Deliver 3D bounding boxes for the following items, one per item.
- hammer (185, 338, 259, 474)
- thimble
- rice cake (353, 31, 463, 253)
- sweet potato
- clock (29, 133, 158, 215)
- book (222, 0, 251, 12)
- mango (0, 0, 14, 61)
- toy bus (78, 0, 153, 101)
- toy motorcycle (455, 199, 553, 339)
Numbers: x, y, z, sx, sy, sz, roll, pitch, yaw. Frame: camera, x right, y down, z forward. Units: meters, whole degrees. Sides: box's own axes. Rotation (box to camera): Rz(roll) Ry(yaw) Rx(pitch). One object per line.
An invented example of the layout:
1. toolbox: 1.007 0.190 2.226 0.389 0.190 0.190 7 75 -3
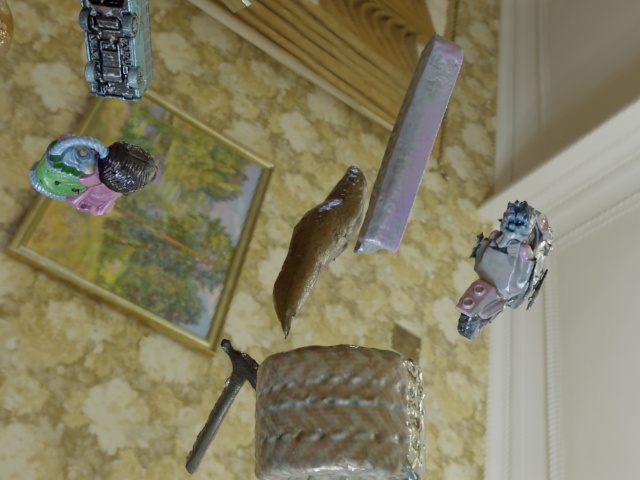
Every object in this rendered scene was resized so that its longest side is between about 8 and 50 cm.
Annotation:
1. hammer: -0.170 0.291 1.247 0.027 0.125 0.297 -20 149 -49
2. thimble: 0.021 0.213 0.868 0.229 0.196 0.148 102 -9 -66
3. rice cake: 0.153 -0.157 1.278 0.064 0.070 0.399 -166 -85 -77
4. sweet potato: 0.000 0.000 0.874 0.067 0.067 0.274 -36 -162 47
5. clock: -0.431 -0.133 1.452 0.195 0.194 0.100 -23 -124 37
6. book: -0.195 -0.459 1.293 0.012 0.172 0.118 -49 -159 -3
7. mango: -0.729 -0.437 1.472 0.221 0.199 0.384 -37 -138 -14
8. toy bus: -0.277 -0.283 1.041 0.092 0.079 0.160 -76 172 -54
9. toy motorcycle: 0.284 0.023 1.168 0.108 0.204 0.239 15 -124 25
